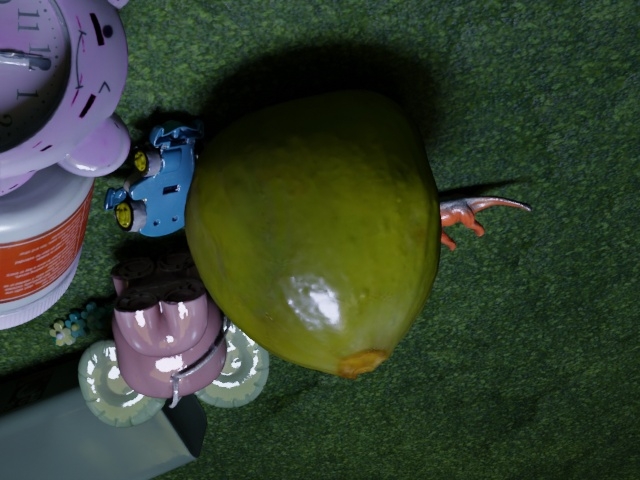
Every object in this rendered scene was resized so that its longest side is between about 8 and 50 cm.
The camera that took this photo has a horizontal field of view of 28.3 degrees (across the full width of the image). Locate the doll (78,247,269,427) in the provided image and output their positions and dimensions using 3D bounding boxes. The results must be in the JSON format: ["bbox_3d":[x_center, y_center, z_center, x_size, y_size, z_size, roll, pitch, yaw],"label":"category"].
[{"bbox_3d":[-0.220,0.158,1.856,0.284,0.216,0.268,-11,117,-4],"label":"doll"}]

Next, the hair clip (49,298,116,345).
[{"bbox_3d":[-0.367,0.124,1.966,0.173,0.049,0.049,-29,143,31],"label":"hair clip"}]

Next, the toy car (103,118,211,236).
[{"bbox_3d":[-0.212,-0.091,1.631,0.126,0.098,0.161,-17,128,-40],"label":"toy car"}]

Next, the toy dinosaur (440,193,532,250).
[{"bbox_3d":[0.164,-0.031,1.830,0.279,0.055,0.101,-17,138,16],"label":"toy dinosaur"}]

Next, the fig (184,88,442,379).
[{"bbox_3d":[0.003,-0.008,1.552,0.343,0.343,0.343,-6,148,-4],"label":"fig"}]

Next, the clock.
[{"bbox_3d":[-0.349,-0.188,1.276,0.322,0.296,0.113,1,-173,-21],"label":"clock"}]

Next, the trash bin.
[{"bbox_3d":[-0.385,0.307,2.090,0.343,0.158,0.223,-24,114,14],"label":"trash bin"}]

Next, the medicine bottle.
[{"bbox_3d":[-0.391,-0.057,1.468,0.252,0.252,0.241,2,146,-16],"label":"medicine bottle"}]
